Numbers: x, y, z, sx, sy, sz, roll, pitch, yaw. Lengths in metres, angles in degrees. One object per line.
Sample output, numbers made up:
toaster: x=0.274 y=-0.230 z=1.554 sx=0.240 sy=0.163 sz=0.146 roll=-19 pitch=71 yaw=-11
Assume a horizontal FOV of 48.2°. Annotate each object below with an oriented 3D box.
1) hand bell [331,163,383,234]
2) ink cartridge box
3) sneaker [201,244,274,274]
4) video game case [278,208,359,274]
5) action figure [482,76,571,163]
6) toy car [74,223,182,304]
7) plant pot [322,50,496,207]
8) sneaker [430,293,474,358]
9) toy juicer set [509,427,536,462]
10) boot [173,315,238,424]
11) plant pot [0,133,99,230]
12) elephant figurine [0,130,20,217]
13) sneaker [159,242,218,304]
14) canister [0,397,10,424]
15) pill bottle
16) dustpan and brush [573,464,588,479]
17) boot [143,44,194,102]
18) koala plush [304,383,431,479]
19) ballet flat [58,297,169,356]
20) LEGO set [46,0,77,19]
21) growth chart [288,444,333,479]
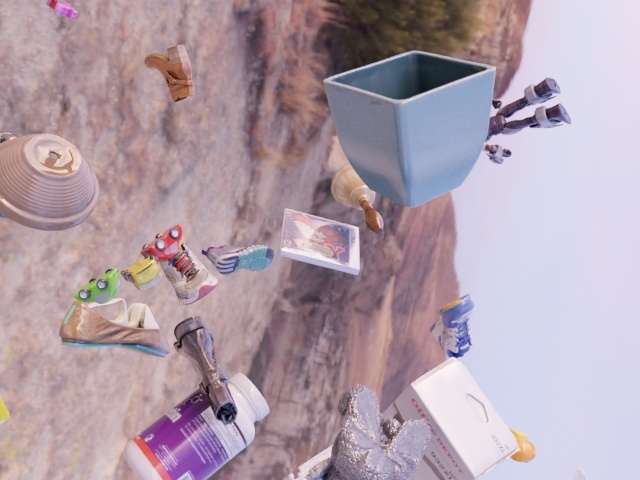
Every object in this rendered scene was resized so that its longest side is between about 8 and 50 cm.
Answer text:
hand bell: x=0.111 y=-0.084 z=1.746 sx=0.242 sy=0.126 sz=0.126 roll=-110 pitch=-152 yaw=-58
ink cartridge box: x=0.255 y=0.421 z=1.539 sx=0.129 sy=0.223 sz=0.307 roll=-25 pitch=158 yaw=-25
sneaker: x=-0.228 y=0.035 z=2.023 sx=0.223 sy=0.098 sz=0.083 roll=-4 pitch=122 yaw=-53
video game case: x=0.000 y=0.000 z=1.782 sx=0.183 sy=0.201 sz=0.023 roll=-87 pitch=-166 yaw=-55
action figure: x=0.445 y=-0.285 z=1.731 sx=0.099 sy=0.285 sz=0.185 roll=5 pitch=72 yaw=-55
toy car: x=-0.377 y=0.069 z=1.397 sx=0.053 sy=0.225 sz=0.239 roll=58 pitch=13 yaw=-16
plant pot: x=0.185 y=-0.216 z=1.445 sx=0.247 sy=0.247 sz=0.252 roll=30 pitch=-43 yaw=49
sneaker: x=0.410 y=0.258 z=2.094 sx=0.296 sy=0.111 sz=0.131 roll=88 pitch=-23 yaw=-64
toy juicer set: x=0.395 y=0.507 z=1.841 sx=0.209 sy=0.328 sz=0.090 roll=26 pitch=84 yaw=-90
boot: x=-0.249 y=0.305 z=1.592 sx=0.229 sy=0.091 sz=0.263 roll=62 pitch=-12 yaw=19
plant pot: x=-0.576 y=-0.145 z=1.504 sx=0.110 sy=0.237 sz=0.237 roll=-49 pitch=-163 yaw=41
elephant figurine: x=-0.717 y=-0.174 z=1.667 sx=0.186 sy=0.169 sz=0.240 roll=14 pitch=90 yaw=-69
sneaker: x=-0.290 y=0.061 z=1.489 sx=0.088 sy=0.225 sz=0.093 roll=-36 pitch=125 yaw=-18
canister: x=-0.622 y=0.303 z=1.191 sx=0.170 sy=0.073 sz=0.126 roll=-35 pitch=134 yaw=-33
pill bottle: x=-0.284 y=0.458 z=1.680 sx=0.323 sy=0.181 sz=0.181 roll=-36 pitch=158 yaw=-23
dustpan and brush: x=0.452 y=0.512 z=1.207 sx=0.147 sy=0.060 sz=0.211 roll=-34 pitch=125 yaw=-61
boot: x=-0.452 y=-0.487 z=2.133 sx=0.073 sy=0.197 sz=0.152 roll=-21 pitch=104 yaw=-39
koala plush: x=0.075 y=0.439 z=1.387 sx=0.221 sy=0.196 sz=0.203 roll=-59 pitch=180 yaw=36
ballet flat: x=-0.468 y=0.201 z=1.686 sx=0.342 sy=0.116 sz=0.124 roll=24 pitch=70 yaw=-57
LEGO set: x=-0.555 y=-0.507 z=1.396 sx=0.227 sy=0.093 sz=0.087 roll=6 pitch=116 yaw=-56
growth chart: x=0.035 y=0.635 z=1.913 sx=0.237 sy=0.172 sz=0.021 roll=-34 pitch=176 yaw=-13
